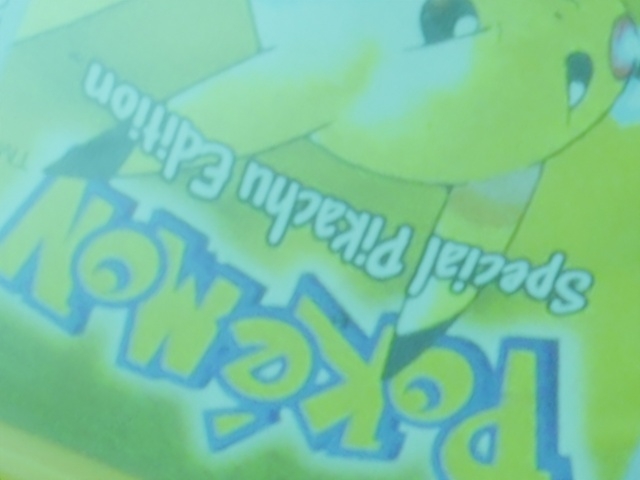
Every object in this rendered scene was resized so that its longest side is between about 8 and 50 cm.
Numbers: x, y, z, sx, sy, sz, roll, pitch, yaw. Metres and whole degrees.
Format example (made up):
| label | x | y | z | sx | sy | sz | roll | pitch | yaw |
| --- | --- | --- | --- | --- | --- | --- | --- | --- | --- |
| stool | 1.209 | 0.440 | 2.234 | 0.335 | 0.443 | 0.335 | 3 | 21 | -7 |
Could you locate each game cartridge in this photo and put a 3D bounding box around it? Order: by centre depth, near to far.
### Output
| label | x | y | z | sx | sy | sz | roll | pitch | yaw |
| --- | --- | --- | --- | --- | --- | --- | --- | --- | --- |
| game cartridge | 0.000 | 0.000 | 0.456 | 0.285 | 0.053 | 0.324 | 23 | 94 | -3 |
